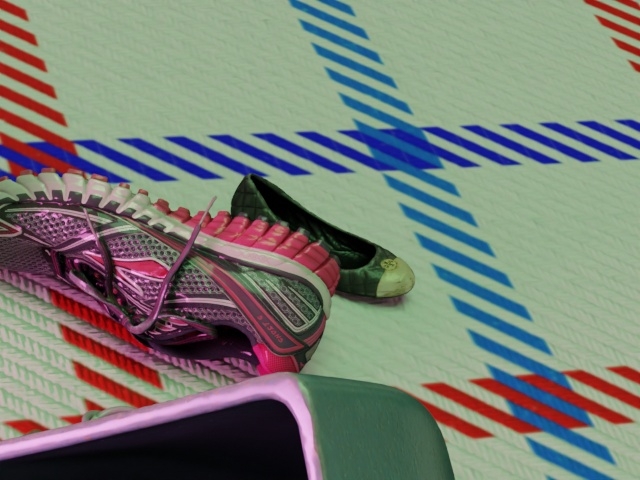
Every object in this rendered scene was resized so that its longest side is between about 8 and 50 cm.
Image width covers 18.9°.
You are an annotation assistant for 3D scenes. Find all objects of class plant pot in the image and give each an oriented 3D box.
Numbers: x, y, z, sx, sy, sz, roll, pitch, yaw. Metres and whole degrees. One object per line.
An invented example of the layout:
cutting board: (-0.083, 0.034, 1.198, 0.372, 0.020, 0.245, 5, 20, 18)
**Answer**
plant pot: (-0.027, 0.212, 1.127, 0.248, 0.247, 0.252, -16, -7, 29)

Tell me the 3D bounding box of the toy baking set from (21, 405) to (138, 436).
toy baking set: (-0.082, 0.183, 1.366, 0.256, 0.030, 0.197, -3, 38, -22)

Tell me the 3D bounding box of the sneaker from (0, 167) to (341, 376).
sneaker: (-0.140, 0.025, 1.479, 0.299, 0.121, 0.112, 12, 68, 10)

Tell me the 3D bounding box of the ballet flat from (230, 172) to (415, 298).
ballet flat: (0.000, 0.000, 1.599, 0.173, 0.049, 0.057, 25, 40, 14)
